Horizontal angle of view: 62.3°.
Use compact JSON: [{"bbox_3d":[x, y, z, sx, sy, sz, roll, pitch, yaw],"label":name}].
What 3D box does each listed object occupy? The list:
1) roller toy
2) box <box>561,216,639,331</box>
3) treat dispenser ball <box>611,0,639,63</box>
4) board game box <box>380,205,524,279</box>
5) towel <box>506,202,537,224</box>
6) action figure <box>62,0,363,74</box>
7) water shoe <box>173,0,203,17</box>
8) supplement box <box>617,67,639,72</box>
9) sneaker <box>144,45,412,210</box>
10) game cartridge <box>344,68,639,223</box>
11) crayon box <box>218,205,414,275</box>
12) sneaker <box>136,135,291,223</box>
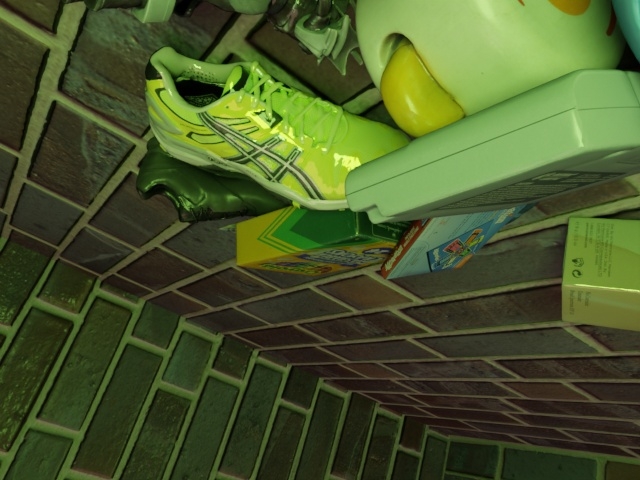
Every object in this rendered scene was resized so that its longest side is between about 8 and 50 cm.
[{"bbox_3d":[0.132,-0.179,0.434,0.191,0.209,0.146,2,166,-29],"label":"roller toy"},{"bbox_3d":[0.519,0.058,0.757,0.311,0.121,0.148,4,151,28],"label":"box"},{"bbox_3d":[0.289,-0.171,0.233,0.288,0.288,0.288,15,155,7],"label":"treat dispenser ball"},{"bbox_3d":[0.197,-0.018,0.770,0.145,0.027,0.281,-6,155,-16],"label":"board game box"},{"bbox_3d":[0.280,-0.057,0.792,0.067,0.029,0.119,20,155,-6],"label":"towel"},{"bbox_3d":[-0.063,-0.221,0.452,0.185,0.285,0.099,46,130,27],"label":"action figure"},{"bbox_3d":[-0.127,-0.301,0.496,0.073,0.080,0.203,17,156,2],"label":"water shoe"},{"bbox_3d":[0.285,-0.131,0.577,0.234,0.080,0.078,1,149,29],"label":"supplement box"},{"bbox_3d":[-0.064,-0.147,0.702,0.385,0.145,0.147,13,155,8],"label":"sneaker"},{"bbox_3d":[0.185,-0.068,0.437,0.198,0.062,0.297,-23,169,41],"label":"game cartridge"},{"bbox_3d":[0.000,0.000,0.924,0.323,0.083,0.203,-13,163,41],"label":"crayon box"},{"bbox_3d":[-0.191,-0.077,0.951,0.286,0.130,0.109,20,154,-7],"label":"sneaker"}]
